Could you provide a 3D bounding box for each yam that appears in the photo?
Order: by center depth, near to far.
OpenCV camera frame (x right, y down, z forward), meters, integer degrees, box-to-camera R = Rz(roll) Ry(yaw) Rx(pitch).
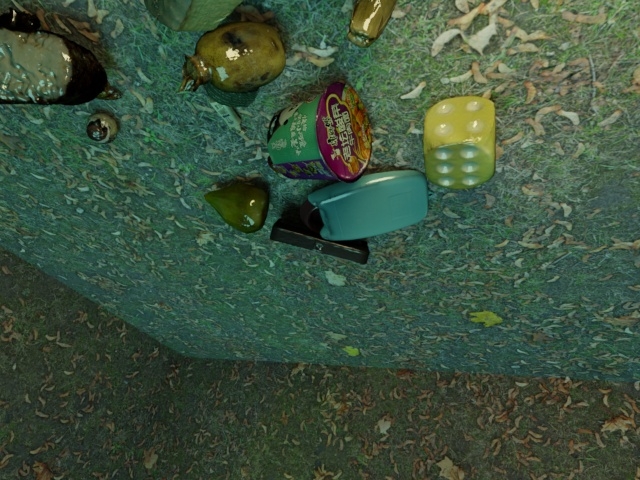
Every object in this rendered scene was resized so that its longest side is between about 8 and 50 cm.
[{"bbox_3d":[-0.220,-0.541,0.876,0.271,0.203,0.201,-32,83,49],"label":"yam"}]

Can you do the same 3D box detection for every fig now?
[{"bbox_3d":[-0.275,-0.118,1.587,0.234,0.167,0.167,19,156,39],"label":"fig"}]

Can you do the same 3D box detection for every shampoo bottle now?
[{"bbox_3d":[-0.264,-0.360,1.315,0.049,0.034,0.141,-11,141,23],"label":"shampoo bottle"}]

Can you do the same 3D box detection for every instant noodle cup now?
[{"bbox_3d":[-0.009,-0.267,1.189,0.190,0.251,0.251,-1,146,38],"label":"instant noodle cup"}]

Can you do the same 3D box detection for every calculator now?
[{"bbox_3d":[0.169,-0.106,1.443,0.387,0.054,0.256,-13,138,5],"label":"calculator"}]

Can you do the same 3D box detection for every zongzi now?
[{"bbox_3d":[0.115,-0.478,0.869,0.079,0.160,0.176,22,149,-4],"label":"zongzi"}]

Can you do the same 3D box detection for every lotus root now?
[{"bbox_3d":[-0.204,-0.408,1.020,0.154,0.278,0.154,44,149,36],"label":"lotus root"}]

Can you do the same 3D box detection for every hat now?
[{"bbox_3d":[0.030,-0.097,1.549,0.206,0.089,0.205,1,141,1],"label":"hat"}]

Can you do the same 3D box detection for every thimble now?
[{"bbox_3d":[-0.224,-0.407,1.145,0.135,0.118,0.090,12,167,-27],"label":"thimble"}]

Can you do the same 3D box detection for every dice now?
[{"bbox_3d":[0.350,-0.242,1.131,0.166,0.169,0.169,0,145,22],"label":"dice"}]

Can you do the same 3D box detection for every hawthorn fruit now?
[{"bbox_3d":[-0.128,-0.245,1.409,0.077,0.077,0.077,10,148,6],"label":"hawthorn fruit"}]

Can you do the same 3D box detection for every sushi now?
[{"bbox_3d":[-0.749,-0.466,1.183,0.349,0.207,0.234,8,107,9],"label":"sushi"}]

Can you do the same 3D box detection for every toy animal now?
[{"bbox_3d":[-0.702,-0.343,1.455,0.098,0.098,0.137,18,148,-6],"label":"toy animal"}]

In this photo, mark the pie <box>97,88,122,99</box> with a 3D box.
[{"bbox_3d":[-0.686,-0.459,1.331,0.191,0.033,0.088,33,150,-25],"label":"pie"}]

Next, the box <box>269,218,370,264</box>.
[{"bbox_3d":[0.000,0.000,1.635,0.351,0.058,0.211,15,-169,0],"label":"box"}]
